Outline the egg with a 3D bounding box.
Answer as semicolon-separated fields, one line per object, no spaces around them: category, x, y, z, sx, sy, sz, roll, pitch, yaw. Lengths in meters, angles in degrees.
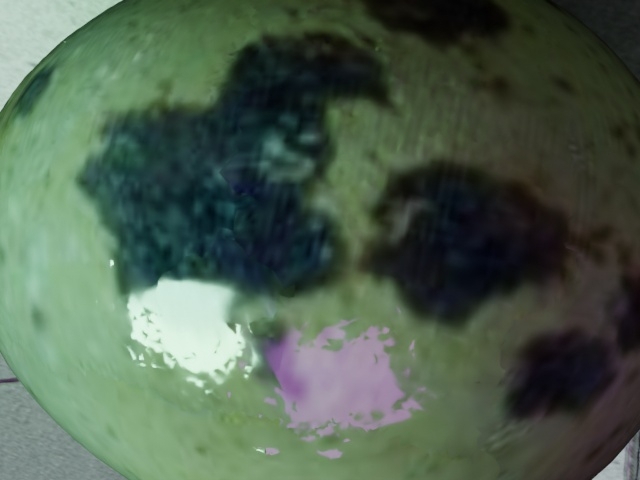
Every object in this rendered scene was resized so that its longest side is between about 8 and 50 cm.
egg;0.000;0.000;1.080;0.428;0.345;0.345;12;145;25
